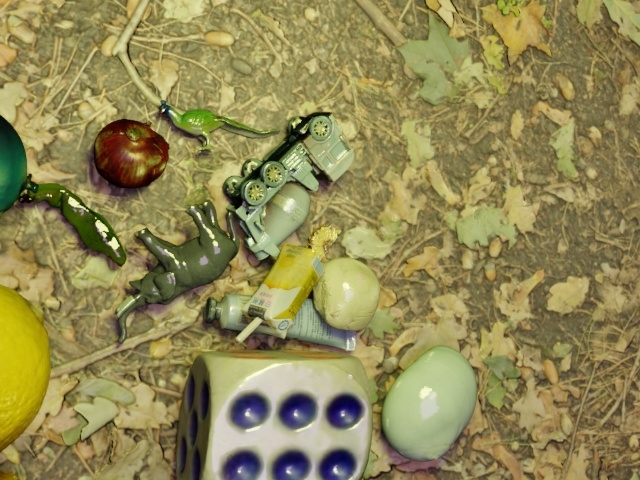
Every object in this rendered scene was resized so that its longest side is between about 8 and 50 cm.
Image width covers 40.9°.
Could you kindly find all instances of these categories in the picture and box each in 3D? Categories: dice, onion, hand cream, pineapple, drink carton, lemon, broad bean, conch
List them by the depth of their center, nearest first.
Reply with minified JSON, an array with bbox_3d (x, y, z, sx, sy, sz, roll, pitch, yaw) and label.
[{"bbox_3d":[-0.521,0.186,1.201,0.293,0.293,0.293,1,86,-18],"label":"lemon"},{"bbox_3d":[-0.078,0.294,1.348,0.259,0.251,0.243,6,86,-18],"label":"dice"},{"bbox_3d":[-0.307,-0.136,1.373,0.117,0.118,0.119,30,77,9],"label":"onion"},{"bbox_3d":[-0.386,-0.034,1.374,0.195,0.046,0.061,35,69,-15],"label":"broad bean"},{"bbox_3d":[-0.071,0.102,1.394,0.200,0.084,0.074,-58,145,-27],"label":"drink carton"},{"bbox_3d":[-0.063,0.134,1.469,0.271,0.058,0.091,8,72,-21],"label":"hand cream"},{"bbox_3d":[0.000,0.000,1.515,0.045,0.019,0.083,39,75,-18],"label":"pineapple"},{"bbox_3d":[0.208,0.292,1.525,0.221,0.121,0.185,-53,132,-19],"label":"conch"}]

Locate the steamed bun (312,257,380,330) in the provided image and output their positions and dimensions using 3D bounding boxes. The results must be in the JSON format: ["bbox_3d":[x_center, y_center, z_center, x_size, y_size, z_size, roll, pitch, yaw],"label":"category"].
[{"bbox_3d":[0.050,0.085,1.469,0.112,0.091,0.130,10,50,-26],"label":"steamed bun"}]

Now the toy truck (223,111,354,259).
[{"bbox_3d":[-0.052,-0.096,1.462,0.257,0.108,0.140,-45,113,-14],"label":"toy truck"}]

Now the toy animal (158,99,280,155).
[{"bbox_3d":[-0.173,-0.179,1.458,0.217,0.041,0.075,12,76,-21],"label":"toy animal"}]

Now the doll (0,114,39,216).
[{"bbox_3d":[-0.569,-0.123,1.238,0.322,0.198,0.186,17,107,-20],"label":"doll"}]

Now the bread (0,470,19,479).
[{"bbox_3d":[-0.579,0.476,1.208,0.380,0.185,0.109,-34,104,-18],"label":"bread"}]

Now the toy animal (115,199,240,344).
[{"bbox_3d":[-0.251,0.037,1.395,0.269,0.082,0.137,-35,96,-8],"label":"toy animal"}]
